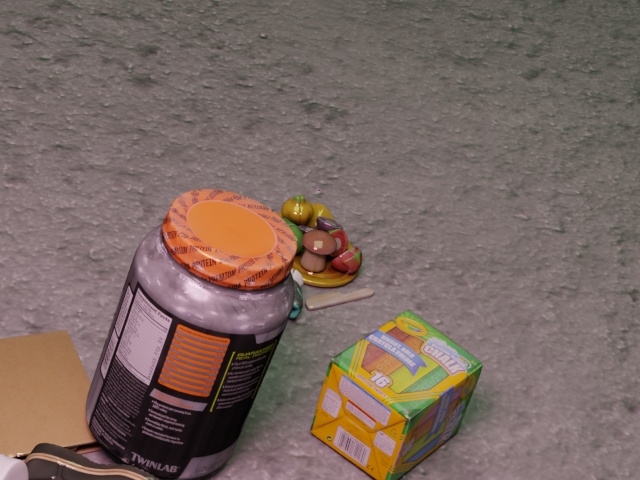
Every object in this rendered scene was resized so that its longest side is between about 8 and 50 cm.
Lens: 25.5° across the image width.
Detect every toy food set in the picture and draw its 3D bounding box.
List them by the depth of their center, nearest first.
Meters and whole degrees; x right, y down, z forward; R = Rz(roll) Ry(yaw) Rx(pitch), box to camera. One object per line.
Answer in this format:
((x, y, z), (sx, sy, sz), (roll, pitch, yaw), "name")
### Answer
((0.000, 0.000, 2.074), (0.128, 0.071, 0.218), (-6, 41, -25), "toy food set")

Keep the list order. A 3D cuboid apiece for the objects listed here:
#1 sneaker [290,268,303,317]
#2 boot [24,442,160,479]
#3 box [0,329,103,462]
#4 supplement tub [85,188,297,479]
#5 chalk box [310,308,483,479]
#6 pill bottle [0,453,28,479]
((-0.097, 0.075, 1.954), (0.166, 0.065, 0.076), (0, 43, -17), "sneaker")
((-0.265, 0.315, 1.579), (0.198, 0.077, 0.137), (11, 39, 18), "boot")
((-0.361, 0.192, 1.739), (0.164, 0.021, 0.201), (-7, 41, -27), "box")
((-0.148, 0.109, 1.656), (0.193, 0.316, 0.193), (17, 31, -11), "supplement tub")
((0.112, 0.189, 1.810), (0.132, 0.132, 0.213), (34, 41, 24), "chalk box")
((-0.431, 0.253, 1.530), (0.215, 0.117, 0.117), (12, 35, 13), "pill bottle")
